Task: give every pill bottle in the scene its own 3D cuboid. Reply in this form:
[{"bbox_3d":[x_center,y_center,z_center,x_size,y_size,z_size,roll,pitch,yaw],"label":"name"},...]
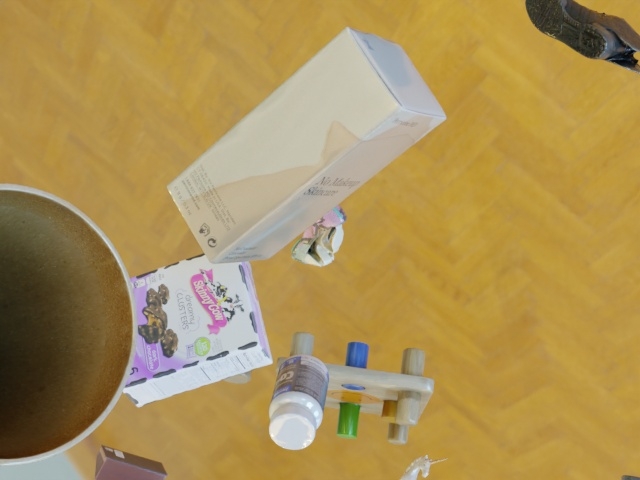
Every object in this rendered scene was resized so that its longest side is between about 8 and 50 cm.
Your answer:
[{"bbox_3d":[-0.032,0.232,1.468,0.078,0.137,0.078,3,119,5],"label":"pill bottle"}]

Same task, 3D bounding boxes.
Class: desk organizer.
[{"bbox_3d":[-0.353,0.425,1.877,0.130,0.050,0.047,25,-172,-30],"label":"desk organizer"}]

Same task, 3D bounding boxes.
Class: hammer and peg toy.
[{"bbox_3d":[0.000,0.244,1.708,0.361,0.127,0.266,8,160,2],"label":"hammer and peg toy"}]

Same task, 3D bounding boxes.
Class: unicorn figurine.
[{"bbox_3d":[0.167,0.474,1.935,0.060,0.111,0.162,29,143,3],"label":"unicorn figurine"}]

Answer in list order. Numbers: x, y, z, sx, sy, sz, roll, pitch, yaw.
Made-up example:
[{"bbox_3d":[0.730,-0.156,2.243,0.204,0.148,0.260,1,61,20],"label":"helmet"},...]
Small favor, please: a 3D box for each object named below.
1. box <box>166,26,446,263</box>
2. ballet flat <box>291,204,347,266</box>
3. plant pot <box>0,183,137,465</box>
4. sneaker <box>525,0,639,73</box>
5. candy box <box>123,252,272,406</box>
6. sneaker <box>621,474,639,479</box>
[{"bbox_3d":[-0.019,-0.108,1.234,0.311,0.148,0.121,-38,74,25],"label":"box"},{"bbox_3d":[0.000,0.000,1.924,0.079,0.077,0.221,49,150,14],"label":"ballet flat"},{"bbox_3d":[-0.336,0.088,0.949,0.254,0.237,0.237,-14,120,49],"label":"plant pot"},{"bbox_3d":[0.334,-0.259,1.254,0.170,0.089,0.051,49,131,35],"label":"sneaker"},{"bbox_3d":[-0.179,0.113,1.381,0.196,0.165,0.070,-19,146,4],"label":"candy box"},{"bbox_3d":[0.569,0.486,1.842,0.069,0.082,0.209,13,154,21],"label":"sneaker"}]
